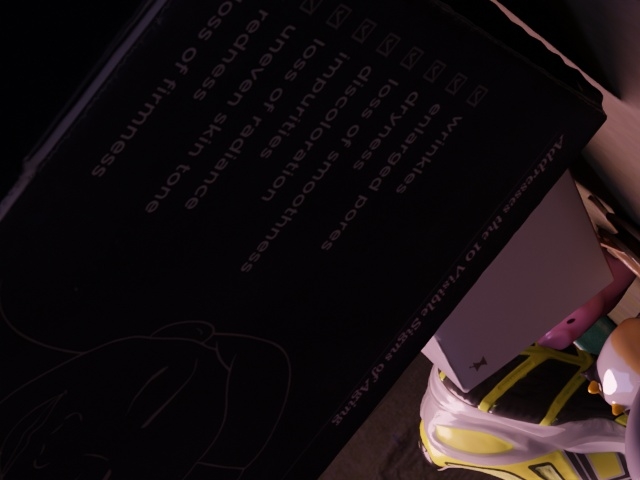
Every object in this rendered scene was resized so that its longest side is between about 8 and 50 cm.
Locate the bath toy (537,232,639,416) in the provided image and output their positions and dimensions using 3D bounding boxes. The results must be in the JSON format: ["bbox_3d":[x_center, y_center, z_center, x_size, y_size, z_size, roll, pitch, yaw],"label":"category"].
[{"bbox_3d":[0.247,0.066,1.871,0.348,0.129,0.151,45,-176,17],"label":"bath toy"}]

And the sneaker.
[{"bbox_3d":[0.278,0.190,1.956,0.385,0.147,0.145,17,-136,-10],"label":"sneaker"}]

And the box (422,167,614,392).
[{"bbox_3d":[0.066,-0.066,1.729,0.345,0.168,0.215,44,167,48],"label":"box"}]

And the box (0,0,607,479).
[{"bbox_3d":[-0.145,-0.028,1.207,0.297,0.480,0.472,44,-169,30],"label":"box"}]

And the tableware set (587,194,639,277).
[{"bbox_3d":[0.299,0.049,1.728,0.194,0.039,0.128,45,179,-31],"label":"tableware set"}]

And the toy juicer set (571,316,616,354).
[{"bbox_3d":[0.307,0.109,2.536,0.209,0.089,0.329,43,179,42],"label":"toy juicer set"}]

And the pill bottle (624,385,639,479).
[{"bbox_3d":[0.340,0.176,1.185,0.323,0.181,0.181,45,179,-22],"label":"pill bottle"}]
